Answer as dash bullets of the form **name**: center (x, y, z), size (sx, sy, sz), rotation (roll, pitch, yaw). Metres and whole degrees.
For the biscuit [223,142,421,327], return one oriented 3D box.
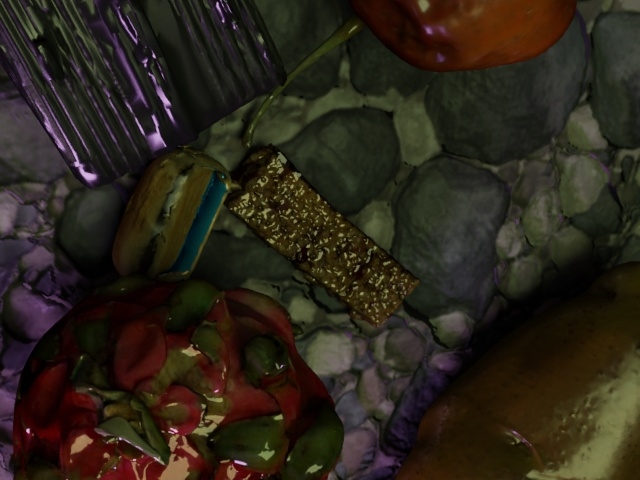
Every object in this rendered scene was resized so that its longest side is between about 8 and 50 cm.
- **biscuit**: center (0.000, 0.000, 1.061), size (0.064, 0.034, 0.199), rotation (-50, 126, -2)

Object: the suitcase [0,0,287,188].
- **suitcase**: center (-0.171, -0.218, 0.743), size (0.152, 0.229, 0.335), rotation (-29, 124, -7)

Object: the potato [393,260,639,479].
- **potato**: center (0.201, 0.183, 1.183), size (0.369, 0.195, 0.176), rotation (-50, 160, 1)

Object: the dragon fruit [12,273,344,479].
- **dragon fruit**: center (-0.100, 0.157, 0.953), size (0.231, 0.237, 0.302), rotation (-6, 140, -7)

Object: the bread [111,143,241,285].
- **bread**: center (-0.112, -0.019, 0.979), size (0.072, 0.053, 0.106), rotation (4, 114, -56)

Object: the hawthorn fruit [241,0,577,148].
- **hawthorn fruit**: center (0.049, -0.172, 0.974), size (0.285, 0.165, 0.165), rotation (-25, 126, 11)
